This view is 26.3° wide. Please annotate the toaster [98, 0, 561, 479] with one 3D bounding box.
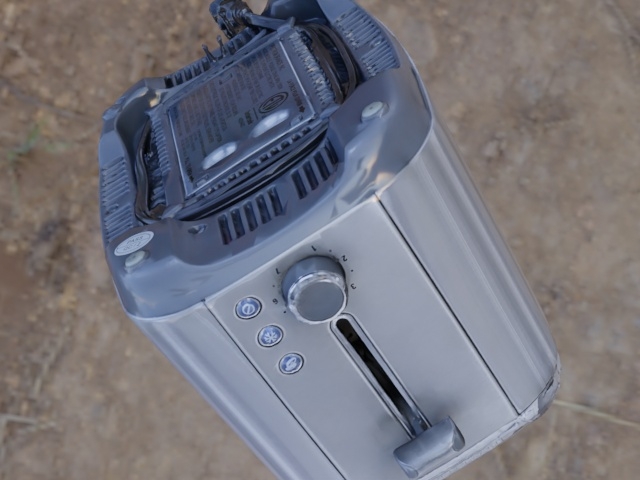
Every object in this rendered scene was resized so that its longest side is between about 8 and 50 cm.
[{"bbox_3d":[0.000,0.000,0.530,0.129,0.146,0.227,-32,27,4],"label":"toaster"}]
